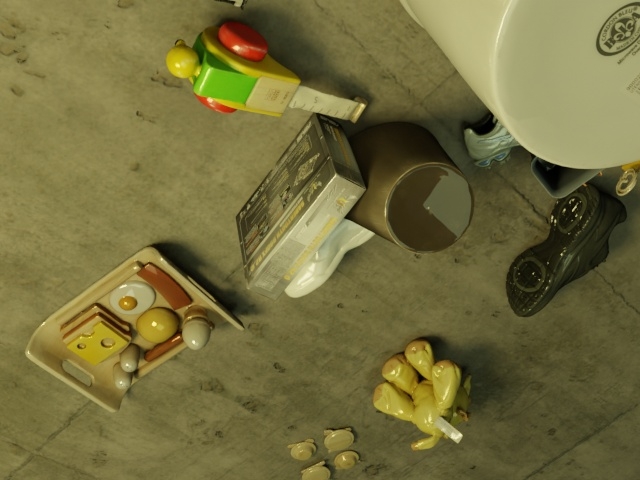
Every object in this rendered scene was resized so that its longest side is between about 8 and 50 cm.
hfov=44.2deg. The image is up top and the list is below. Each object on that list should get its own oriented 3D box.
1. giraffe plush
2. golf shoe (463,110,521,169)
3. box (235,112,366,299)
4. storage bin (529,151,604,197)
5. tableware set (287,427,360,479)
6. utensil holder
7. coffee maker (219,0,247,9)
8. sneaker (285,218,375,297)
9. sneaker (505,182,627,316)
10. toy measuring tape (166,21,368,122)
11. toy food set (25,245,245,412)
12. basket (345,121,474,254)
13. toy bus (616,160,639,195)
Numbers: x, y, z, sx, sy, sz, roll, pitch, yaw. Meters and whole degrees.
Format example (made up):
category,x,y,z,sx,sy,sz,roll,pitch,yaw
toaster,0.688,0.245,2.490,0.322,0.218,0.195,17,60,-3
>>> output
category,x,y,z,sx,sy,sz,roll,pitch,yaw
giraffe plush,0.231,0.309,1.550,0.181,0.210,0.170,-43,153,16
golf shoe,0.307,-0.185,1.232,0.176,0.069,0.086,-30,122,9
box,-0.037,-0.054,1.177,0.056,0.183,0.231,25,118,-28
storage bin,0.404,-0.142,1.260,0.135,0.091,0.098,-38,107,17
tableware set,0.013,0.466,1.698,0.141,0.020,0.169,-19,128,-1
utensil holder,0.275,-0.312,0.919,0.327,0.386,0.328,-6,128,-8
coffee maker,-0.169,-0.371,0.941,0.178,0.120,0.171,-1,127,-13
sneaker,0.000,0.000,1.305,0.212,0.080,0.094,-45,117,11
sneaker,0.444,0.033,1.411,0.130,0.109,0.286,11,126,-28
toy measuring tape,-0.077,-0.232,1.105,0.330,0.121,0.121,2,130,-43
toy food set,-0.313,0.164,1.341,0.306,0.092,0.220,-34,127,13
basket,0.120,-0.073,1.143,0.204,0.227,0.154,-23,110,-4
toy bus,0.542,-0.160,1.213,0.104,0.191,0.202,27,118,-11
